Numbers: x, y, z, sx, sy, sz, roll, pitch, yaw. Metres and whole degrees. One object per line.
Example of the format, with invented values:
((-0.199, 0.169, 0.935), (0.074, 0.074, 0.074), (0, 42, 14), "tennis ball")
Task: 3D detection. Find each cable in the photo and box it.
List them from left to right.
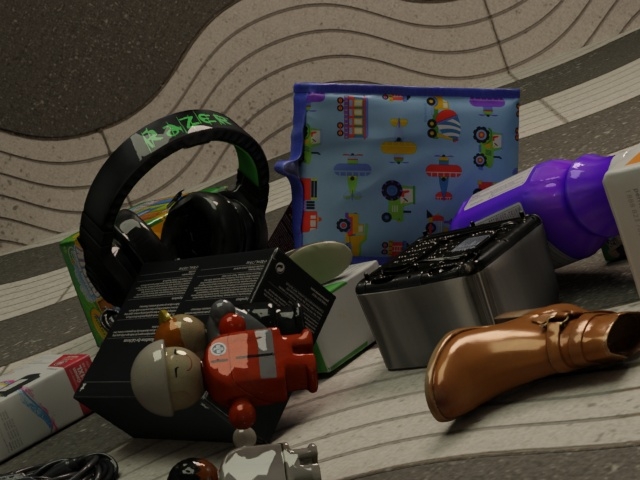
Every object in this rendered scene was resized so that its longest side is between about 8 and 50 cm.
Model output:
((-0.306, 0.261, 1.567), (0.185, 0.047, 0.150), (-10, -3, -13), "cable")

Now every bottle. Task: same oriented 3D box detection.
((0.265, -0.031, 1.653), (0.283, 0.118, 0.092), (-28, 25, 55), "bottle")

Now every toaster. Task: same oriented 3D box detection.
((0.146, 0.055, 1.591), (0.168, 0.110, 0.186), (-13, 13, 37), "toaster")

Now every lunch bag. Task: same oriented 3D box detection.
((0.087, -0.080, 1.823), (0.293, 0.220, 0.138), (1, 2, -22), "lunch bag")

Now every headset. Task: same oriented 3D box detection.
((-0.201, 0.003, 1.844), (0.243, 0.394, 0.185), (-17, 44, -35), "headset")

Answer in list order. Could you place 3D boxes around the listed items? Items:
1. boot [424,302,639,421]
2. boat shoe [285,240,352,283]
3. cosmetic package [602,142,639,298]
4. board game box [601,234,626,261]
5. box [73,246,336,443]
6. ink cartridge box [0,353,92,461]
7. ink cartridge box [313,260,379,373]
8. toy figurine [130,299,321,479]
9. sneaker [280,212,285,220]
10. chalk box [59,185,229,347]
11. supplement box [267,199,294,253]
((0.198, 0.105, 1.357), (0.152, 0.073, 0.197), (-5, 21, 43), "boot")
((-0.028, 0.034, 1.717), (0.137, 0.049, 0.043), (-23, 8, 4), "boat shoe")
((0.525, -0.070, 1.382), (0.453, 0.161, 0.230), (-13, 13, 33), "cosmetic package")
((0.471, -0.067, 1.782), (0.214, 0.046, 0.317), (-16, 11, 27), "board game box")
((-0.130, 0.117, 1.608), (0.261, 0.103, 0.184), (-6, 49, 51), "box")
((-0.380, 0.212, 1.877), (0.175, 0.072, 0.127), (-28, 14, -37), "ink cartridge box")
((-0.037, 0.101, 1.762), (0.208, 0.086, 0.153), (-12, 13, 40), "ink cartridge box")
((-0.075, 0.157, 1.213), (0.148, 0.213, 0.209), (-7, 11, -3), "toy figurine")
((0.043, -0.050, 2.428), (0.217, 0.079, 0.121), (-30, 15, -6), "sneaker")
((-0.256, 0.045, 2.208), (0.179, 0.180, 0.289), (-29, 13, -40), "chalk box")
((0.000, 0.000, 1.974), (0.130, 0.073, 0.239), (-26, -16, -27), "supplement box")
